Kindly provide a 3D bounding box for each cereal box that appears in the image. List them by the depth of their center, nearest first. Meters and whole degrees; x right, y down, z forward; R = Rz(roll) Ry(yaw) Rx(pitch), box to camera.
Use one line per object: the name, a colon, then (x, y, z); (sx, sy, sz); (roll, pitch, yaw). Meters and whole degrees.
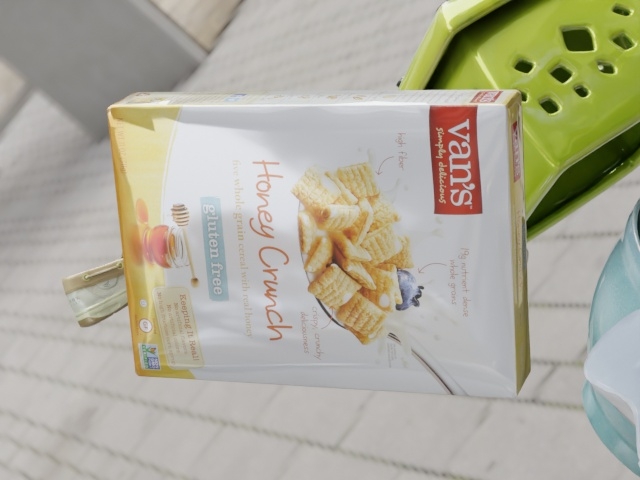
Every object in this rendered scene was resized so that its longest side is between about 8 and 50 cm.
cereal box: (0.000, 0.000, 0.945); (0.240, 0.173, 0.047); (1, 17, 20)

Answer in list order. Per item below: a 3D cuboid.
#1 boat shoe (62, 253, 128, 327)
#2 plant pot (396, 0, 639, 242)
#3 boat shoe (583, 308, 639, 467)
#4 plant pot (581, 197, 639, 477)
boat shoe: (-0.129, 0.013, 1.197); (0.135, 0.045, 0.050); (-34, 7, -30)
plant pot: (0.213, -0.146, 1.598); (0.228, 0.207, 0.227); (-33, -13, -24)
boat shoe: (0.252, 0.127, 1.030); (0.113, 0.105, 0.306); (-42, 10, -2)
plant pot: (0.365, 0.117, 1.517); (0.196, 0.293, 0.293); (-59, 9, 32)
